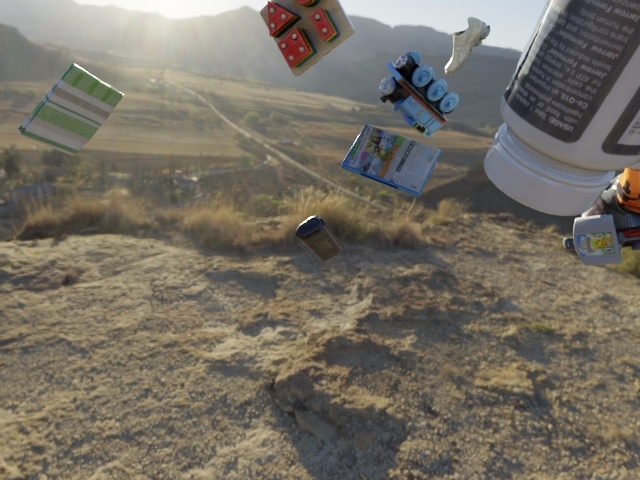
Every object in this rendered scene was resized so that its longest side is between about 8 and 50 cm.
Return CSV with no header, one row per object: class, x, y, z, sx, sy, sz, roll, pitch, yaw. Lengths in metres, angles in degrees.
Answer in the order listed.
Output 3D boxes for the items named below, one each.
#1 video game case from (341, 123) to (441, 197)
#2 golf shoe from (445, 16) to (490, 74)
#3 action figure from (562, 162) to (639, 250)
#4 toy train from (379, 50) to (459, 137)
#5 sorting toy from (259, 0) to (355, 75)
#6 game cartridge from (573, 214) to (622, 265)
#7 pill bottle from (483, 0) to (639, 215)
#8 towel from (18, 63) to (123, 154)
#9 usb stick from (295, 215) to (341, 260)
video game case,0.142,-0.163,0.927,0.166,0.015,0.119,24,66,15
golf shoe,0.419,-0.582,1.381,0.086,0.176,0.069,35,41,-6
action figure,0.630,-0.087,0.836,0.341,0.179,0.330,-3,-20,0
toy train,0.191,-0.284,0.906,0.184,0.105,0.080,23,34,-42
sorting toy,-0.063,-0.725,1.523,0.257,0.255,0.089,-28,3,31
game cartridge,0.406,0.002,0.683,0.056,0.083,0.017,-6,31,41
pill bottle,0.362,-0.221,0.592,0.204,0.361,0.204,8,42,-7
towel,-0.434,-0.226,0.812,0.023,0.152,0.113,48,9,22
usb stick,0.000,0.000,1.179,0.077,0.045,0.278,-29,-17,4
